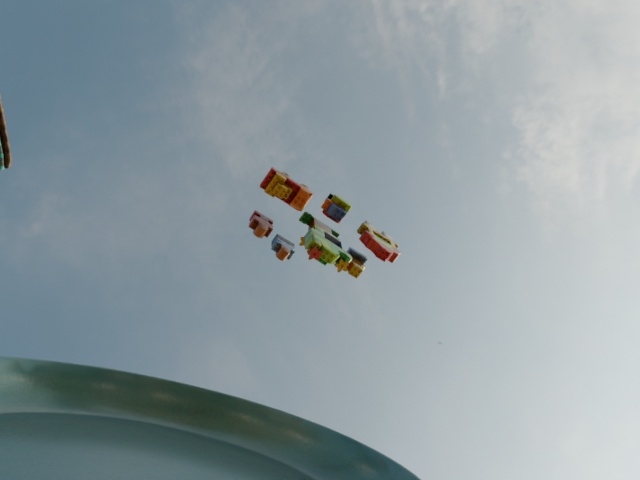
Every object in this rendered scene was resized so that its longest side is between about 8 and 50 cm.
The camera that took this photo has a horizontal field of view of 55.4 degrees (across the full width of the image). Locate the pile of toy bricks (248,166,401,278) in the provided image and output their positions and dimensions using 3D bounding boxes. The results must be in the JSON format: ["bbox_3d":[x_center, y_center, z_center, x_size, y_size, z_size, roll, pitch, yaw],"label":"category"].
[{"bbox_3d":[0.000,0.000,0.833,0.212,0.105,0.118,31,-71,-15],"label":"pile of toy bricks"}]

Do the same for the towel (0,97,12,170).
[{"bbox_3d":[-0.549,-0.223,0.699,0.371,0.040,0.271,8,-62,8],"label":"towel"}]

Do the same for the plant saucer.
[{"bbox_3d":[-0.089,0.128,0.354,0.318,0.317,0.043,17,-96,-13],"label":"plant saucer"}]
